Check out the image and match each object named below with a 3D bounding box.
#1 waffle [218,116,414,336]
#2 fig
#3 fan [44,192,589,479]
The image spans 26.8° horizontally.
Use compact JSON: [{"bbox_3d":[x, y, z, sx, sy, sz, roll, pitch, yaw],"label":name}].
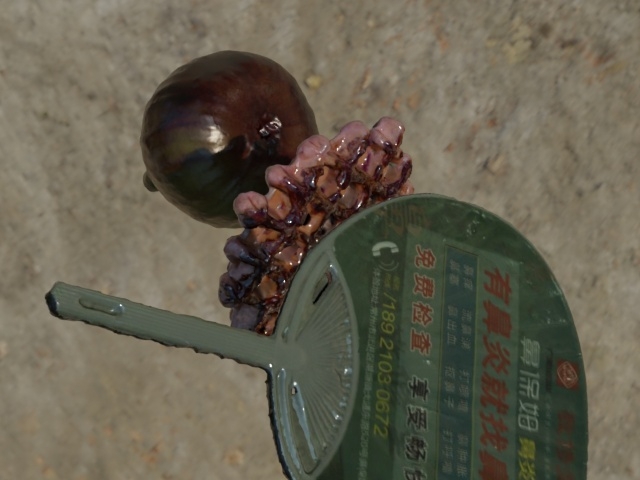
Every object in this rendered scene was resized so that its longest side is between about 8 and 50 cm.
[{"bbox_3d":[0.000,0.000,1.237,0.055,0.234,0.221,32,141,38],"label":"waffle"},{"bbox_3d":[-0.150,-0.100,1.645,0.320,0.217,0.217,-22,104,52],"label":"fig"},{"bbox_3d":[0.032,0.093,0.654,0.012,0.294,0.223,-29,79,53],"label":"fan"}]
